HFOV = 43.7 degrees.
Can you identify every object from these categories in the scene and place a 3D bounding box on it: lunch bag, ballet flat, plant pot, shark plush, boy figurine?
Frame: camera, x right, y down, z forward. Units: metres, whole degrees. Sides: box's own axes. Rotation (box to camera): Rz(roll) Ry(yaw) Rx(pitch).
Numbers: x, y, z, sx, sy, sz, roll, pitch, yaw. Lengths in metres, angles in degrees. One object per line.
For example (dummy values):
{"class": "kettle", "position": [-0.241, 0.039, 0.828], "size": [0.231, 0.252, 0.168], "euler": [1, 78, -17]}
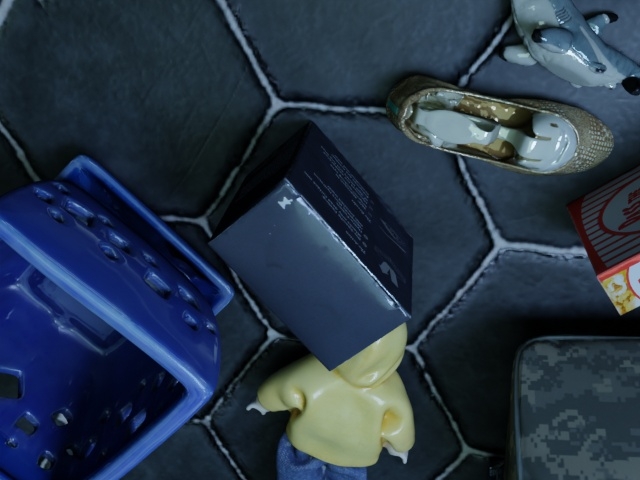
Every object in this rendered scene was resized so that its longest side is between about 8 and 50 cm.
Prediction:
{"class": "lunch bag", "position": [0.315, 0.238, 0.750], "size": [0.305, 0.213, 0.256], "euler": [-1, 133, 10]}
{"class": "ballet flat", "position": [0.156, -0.091, 0.693], "size": [0.206, 0.067, 0.073], "euler": [11, 115, 2]}
{"class": "plant pot", "position": [-0.232, 0.075, 0.737], "size": [0.236, 0.212, 0.236], "euler": [43, 113, -13]}
{"class": "shark plush", "position": [0.228, -0.165, 0.661], "size": [0.161, 0.073, 0.067], "euler": [24, 85, 1]}
{"class": "boy figurine", "position": [0.014, 0.172, 0.821], "size": [0.177, 0.092, 0.285], "euler": [13, 115, 1]}

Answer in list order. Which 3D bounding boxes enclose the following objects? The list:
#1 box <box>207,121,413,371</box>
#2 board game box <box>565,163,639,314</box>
{"class": "box", "position": [0.000, 0.000, 0.704], "size": [0.093, 0.158, 0.156], "euler": [-37, 105, 21]}
{"class": "board game box", "position": [0.311, -0.033, 0.658], "size": [0.193, 0.147, 0.045], "euler": [-32, 108, 18]}
